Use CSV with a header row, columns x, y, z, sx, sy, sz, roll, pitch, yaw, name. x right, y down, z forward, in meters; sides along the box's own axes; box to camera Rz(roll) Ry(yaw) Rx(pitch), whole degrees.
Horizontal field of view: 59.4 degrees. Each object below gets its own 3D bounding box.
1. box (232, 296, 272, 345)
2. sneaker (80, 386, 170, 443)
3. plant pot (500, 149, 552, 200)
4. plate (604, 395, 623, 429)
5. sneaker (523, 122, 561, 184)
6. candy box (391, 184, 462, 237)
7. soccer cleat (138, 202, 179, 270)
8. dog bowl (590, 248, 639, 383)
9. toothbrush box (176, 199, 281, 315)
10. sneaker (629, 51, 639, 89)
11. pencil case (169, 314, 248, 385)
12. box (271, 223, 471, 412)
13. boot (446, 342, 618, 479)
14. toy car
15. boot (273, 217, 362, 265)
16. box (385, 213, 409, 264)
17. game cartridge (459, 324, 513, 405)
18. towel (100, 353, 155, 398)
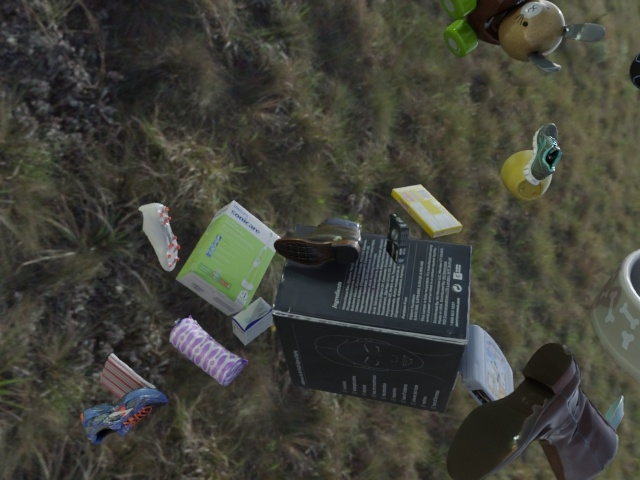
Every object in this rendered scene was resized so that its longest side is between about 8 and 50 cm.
x,y,z,sx,sy,sz,roll,pitch,yaw,name
-0.237,0.282,1.958,0.126,0.137,0.072,-37,70,-26,box
-0.468,0.427,1.362,0.083,0.221,0.087,67,1,-56,sneaker
0.554,-0.160,1.502,0.134,0.134,0.095,60,28,-26,plant pot
0.641,0.435,1.271,0.188,0.024,0.188,-39,148,-31,plate
0.541,-0.210,1.325,0.064,0.076,0.167,26,70,-15,sneaker
0.299,-0.087,1.592,0.105,0.206,0.027,-13,136,-26,candy box
-0.428,-0.009,1.494,0.068,0.076,0.197,-58,147,-57,soccer cleat
0.629,0.127,0.896,0.349,0.348,0.102,-45,145,-47,dog bowl
-0.278,0.055,1.740,0.206,0.122,0.283,39,55,-22,toothbrush box
0.410,-0.196,0.615,0.090,0.232,0.082,-5,102,-10,sneaker
-0.292,0.282,1.439,0.088,0.206,0.086,-42,161,-37,pencil case
0.148,0.229,1.569,0.480,0.470,0.298,84,15,-54,box
0.139,0.133,0.352,0.106,0.037,0.114,-42,124,-7,boot
0.287,-0.309,0.781,0.188,0.155,0.149,52,-3,30,toy car
0.000,0.000,1.382,0.106,0.219,0.082,-66,155,-48,boot
0.153,-0.003,1.121,0.018,0.067,0.084,-4,118,-13,box
0.470,0.373,1.572,0.297,0.062,0.198,47,43,-34,game cartridge
-0.506,0.374,1.471,0.144,0.197,0.029,38,48,0,towel
